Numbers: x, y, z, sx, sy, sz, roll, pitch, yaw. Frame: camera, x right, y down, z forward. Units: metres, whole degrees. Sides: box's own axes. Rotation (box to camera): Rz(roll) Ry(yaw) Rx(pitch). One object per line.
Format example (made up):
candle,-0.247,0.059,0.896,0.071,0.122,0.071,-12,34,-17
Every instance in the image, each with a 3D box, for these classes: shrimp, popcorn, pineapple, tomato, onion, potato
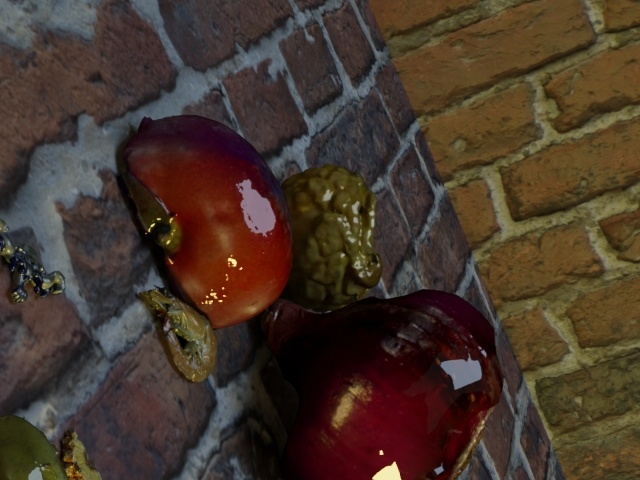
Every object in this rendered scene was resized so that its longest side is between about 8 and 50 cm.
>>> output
shrimp,-0.195,0.125,1.716,0.180,0.041,0.099,56,38,-40
popcorn,0.000,0.000,2.110,0.190,0.250,0.250,-11,81,-38
pineapple,-0.268,0.255,1.397,0.045,0.019,0.083,-70,136,-71
tomato,-0.134,-0.052,1.840,0.335,0.176,0.289,66,16,-7
onion,0.059,0.214,1.923,0.420,0.398,0.398,41,15,11
potato,-0.284,0.264,1.249,0.105,0.085,0.188,-123,-171,-70

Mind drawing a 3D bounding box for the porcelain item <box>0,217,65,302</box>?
porcelain item,-0.337,0.039,1.414,0.136,0.021,0.075,51,31,-44
